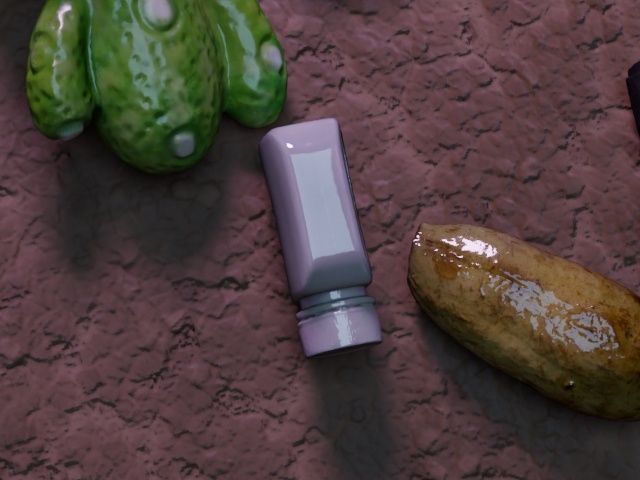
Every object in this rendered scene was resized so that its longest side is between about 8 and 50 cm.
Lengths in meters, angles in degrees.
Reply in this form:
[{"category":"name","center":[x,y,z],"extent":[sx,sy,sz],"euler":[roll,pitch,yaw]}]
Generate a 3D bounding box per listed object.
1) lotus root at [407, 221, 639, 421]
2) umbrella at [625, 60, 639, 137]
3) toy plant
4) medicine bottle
[{"category":"lotus root","center":[0.185,0.068,1.400],"extent":[0.258,0.097,0.110],"euler":[27,80,2]},{"category":"umbrella","center":[0.305,-0.040,1.456],"extent":[0.066,0.059,0.236],"euler":[-7,81,15]},{"category":"toy plant","center":[-0.162,-0.206,1.376],"extent":[0.224,0.184,0.316],"euler":[-26,94,-30]},{"category":"medicine bottle","center":[0.000,0.000,1.374],"extent":[0.069,0.119,0.183],"euler":[-9,81,-10]}]
